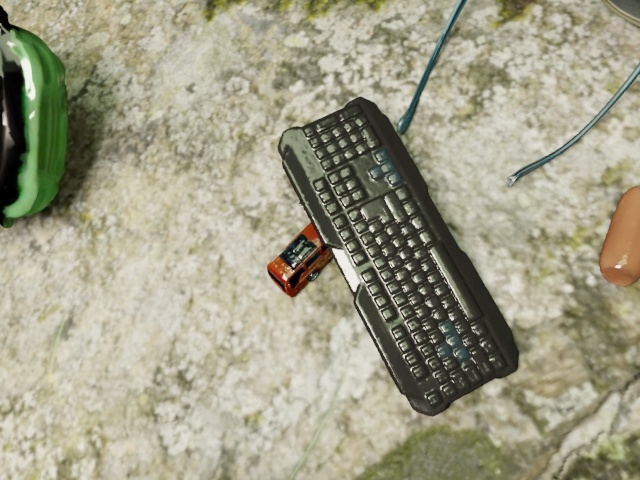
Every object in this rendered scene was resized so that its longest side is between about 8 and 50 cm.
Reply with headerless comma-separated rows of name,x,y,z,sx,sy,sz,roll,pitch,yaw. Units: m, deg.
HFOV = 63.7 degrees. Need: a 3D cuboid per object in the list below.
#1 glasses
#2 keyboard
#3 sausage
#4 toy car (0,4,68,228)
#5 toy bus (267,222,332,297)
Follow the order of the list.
glasses,0.183,-0.169,0.461,0.189,0.088,0.221,34,79,21
keyboard,0.059,0.005,0.423,0.106,0.016,0.262,-26,78,-6
sausage,0.248,-0.004,0.412,0.034,0.034,0.083,22,74,19
toy car,-0.416,-0.142,0.527,0.358,0.176,0.214,11,103,7
toy bus,0.000,0.000,0.456,0.031,0.043,0.110,41,81,22
